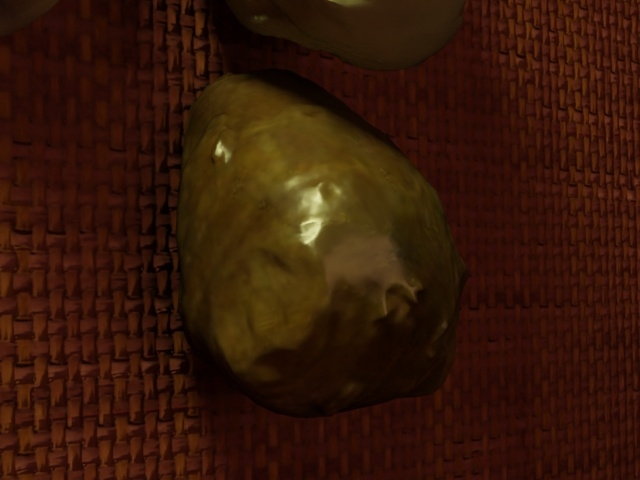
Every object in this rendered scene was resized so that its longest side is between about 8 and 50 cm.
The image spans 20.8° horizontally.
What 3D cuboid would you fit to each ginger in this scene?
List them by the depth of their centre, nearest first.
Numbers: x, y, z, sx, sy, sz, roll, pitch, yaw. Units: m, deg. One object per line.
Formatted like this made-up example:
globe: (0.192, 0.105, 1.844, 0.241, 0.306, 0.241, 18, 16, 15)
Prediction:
ginger: (-0.003, -0.001, 1.312, 0.200, 0.223, 0.269, 11, 82, -47)

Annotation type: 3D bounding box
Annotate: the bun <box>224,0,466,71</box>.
bun: (0.016, -0.303, 1.300, 0.211, 0.360, 0.360, 9, 78, -6)

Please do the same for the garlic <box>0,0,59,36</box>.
garlic: (-0.209, -0.277, 1.157, 0.217, 0.110, 0.228, 52, 51, -31)
